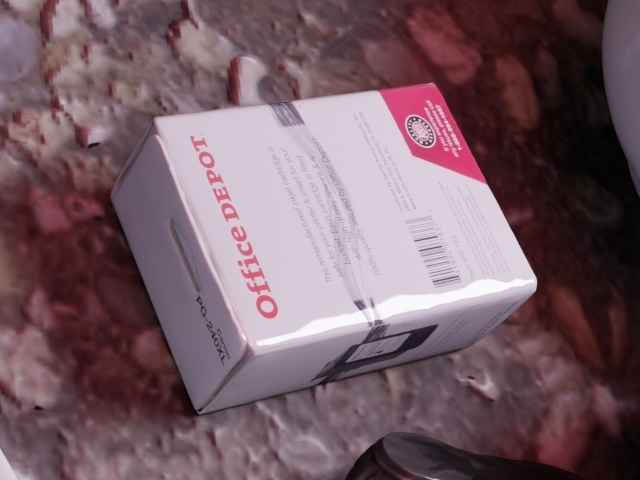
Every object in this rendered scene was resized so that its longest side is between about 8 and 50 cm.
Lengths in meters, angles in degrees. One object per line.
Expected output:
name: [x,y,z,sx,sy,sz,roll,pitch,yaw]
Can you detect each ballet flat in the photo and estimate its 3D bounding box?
ballet flat: [0.083,0.123,0.676,0.173,0.049,0.057,21,25,-23]

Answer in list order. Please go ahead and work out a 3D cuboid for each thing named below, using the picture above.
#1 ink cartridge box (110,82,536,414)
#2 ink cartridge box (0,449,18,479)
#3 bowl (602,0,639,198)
ink cartridge box: [0.000,0.000,0.685,0.150,0.063,0.109,-11,66,-33]
ink cartridge box: [-0.211,0.143,0.385,0.270,0.197,0.198,-24,74,-38]
bowl: [0.252,-0.060,0.820,0.298,0.134,0.298,14,54,-20]
